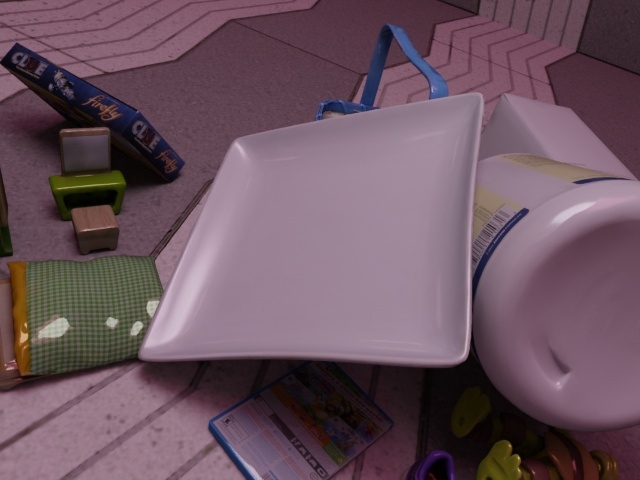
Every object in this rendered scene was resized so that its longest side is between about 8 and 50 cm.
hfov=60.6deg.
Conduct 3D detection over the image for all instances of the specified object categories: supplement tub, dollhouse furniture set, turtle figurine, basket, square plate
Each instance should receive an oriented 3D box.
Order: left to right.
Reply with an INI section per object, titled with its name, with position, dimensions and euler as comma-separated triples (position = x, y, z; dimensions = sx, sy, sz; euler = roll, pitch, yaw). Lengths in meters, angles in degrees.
[dollhouse furniture set]
position = -0.291, -0.007, 0.626
dimensions = 0.198, 0.151, 0.301
euler = -10, 46, -29
[square plate]
position = 0.002, -0.012, 0.611
dimensions = 0.348, 0.049, 0.343
euler = -5, 50, 26
[basket]
position = 0.093, -0.147, 0.823
dimensions = 0.201, 0.288, 0.254
euler = 10, 36, -16
[supplement tub]
position = 0.241, 0.027, 0.613
dimensions = 0.236, 0.235, 0.325
euler = 11, 14, -7
[turtle figurine]
position = 0.244, 0.224, 0.588
dimensions = 0.218, 0.087, 0.269
euler = 21, 42, -23

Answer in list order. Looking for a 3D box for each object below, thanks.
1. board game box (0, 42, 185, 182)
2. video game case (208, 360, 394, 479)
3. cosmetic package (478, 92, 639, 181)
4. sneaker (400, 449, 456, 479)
[board game box]
position = -0.339, -0.190, 0.831
dimensions = 0.243, 0.165, 0.042
euler = 30, 80, 16
[video game case]
position = -0.017, 0.198, 0.586
dimensions = 0.166, 0.015, 0.119
euler = -23, 52, -39
[cosmetic package]
position = 0.385, -0.070, 0.914
dimensions = 0.155, 0.196, 0.365
euler = 8, 40, -12
[sneaker]
position = 0.098, 0.268, 0.497
dimensions = 0.069, 0.071, 0.169
euler = 14, 39, -3
